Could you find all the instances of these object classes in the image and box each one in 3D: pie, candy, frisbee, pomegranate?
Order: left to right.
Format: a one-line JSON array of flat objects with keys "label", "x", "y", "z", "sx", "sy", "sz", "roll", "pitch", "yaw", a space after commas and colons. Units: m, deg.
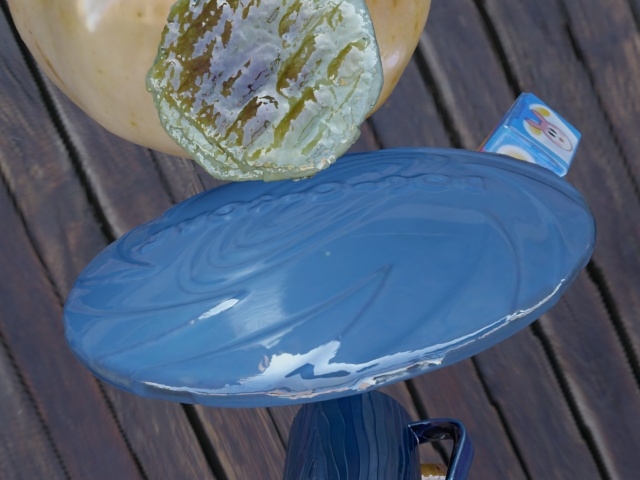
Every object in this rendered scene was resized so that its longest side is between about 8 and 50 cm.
[{"label": "pomegranate", "x": -0.090, "y": -0.250, "z": 1.216, "sx": 0.412, "sy": 0.411, "sz": 0.411, "roll": 0, "pitch": 93, "yaw": -6}, {"label": "pie", "x": -0.019, "y": -0.056, "z": 0.425, "sx": 0.084, "sy": 0.020, "sz": 0.084, "roll": -3, "pitch": 79, "yaw": 18}, {"label": "frisbee", "x": 0.000, "y": -0.005, "z": 0.670, "sx": 0.290, "sy": 0.289, "sz": 0.049, "roll": -14, "pitch": 113, "yaw": -5}, {"label": "candy", "x": 0.191, "y": -0.029, "z": 1.578, "sx": 0.100, "sy": 0.157, "sz": 0.306, "roll": 37, "pitch": 117, "yaw": 3}]

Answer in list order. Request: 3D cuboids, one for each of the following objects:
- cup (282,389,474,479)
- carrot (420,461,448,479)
[{"label": "cup", "x": 0.042, "y": 0.198, "z": 0.990, "sx": 0.150, "sy": 0.138, "sz": 0.113, "roll": 5, "pitch": 121, "yaw": 0}, {"label": "carrot", "x": 0.032, "y": 0.291, "z": 1.408, "sx": 0.248, "sy": 0.059, "sz": 0.059, "roll": -8, "pitch": 94, "yaw": -7}]
